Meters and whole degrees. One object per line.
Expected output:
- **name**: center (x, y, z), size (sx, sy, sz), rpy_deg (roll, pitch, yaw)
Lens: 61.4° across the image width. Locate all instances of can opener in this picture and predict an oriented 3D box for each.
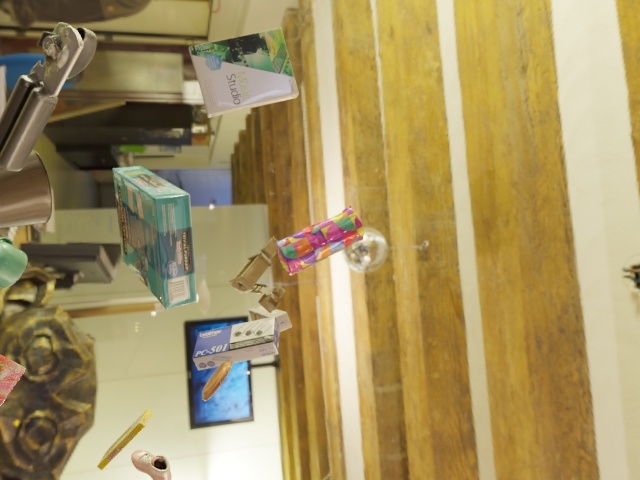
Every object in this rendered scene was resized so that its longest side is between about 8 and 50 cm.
- **can opener**: center (-0.481, -0.248, 0.950), size (0.076, 0.095, 0.283), rpy_deg (44, -71, 17)

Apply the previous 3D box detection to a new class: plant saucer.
- **plant saucer**: center (-0.191, 0.254, 0.984), size (0.083, 0.013, 0.083), rpy_deg (-49, -170, 11)

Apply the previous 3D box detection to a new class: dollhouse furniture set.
- **dollhouse furniture set**: center (-0.171, 0.116, 1.743), size (0.101, 0.161, 0.182), rpy_deg (-21, -154, 55)

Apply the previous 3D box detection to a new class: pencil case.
- **pencil case**: center (0.000, 0.000, 1.389), size (0.104, 0.236, 0.104), rpy_deg (59, -13, 23)

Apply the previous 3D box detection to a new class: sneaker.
- **sneaker**: center (-0.413, 0.541, 1.318), size (0.134, 0.051, 0.070), rpy_deg (26, -56, 30)

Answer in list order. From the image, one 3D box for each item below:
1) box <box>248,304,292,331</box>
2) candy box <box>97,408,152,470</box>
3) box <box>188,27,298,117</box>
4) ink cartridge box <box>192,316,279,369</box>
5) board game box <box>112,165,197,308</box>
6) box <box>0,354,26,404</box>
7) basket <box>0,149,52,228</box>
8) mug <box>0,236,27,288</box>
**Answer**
- **box**: center (-0.207, 0.308, 2.146), size (0.324, 0.067, 0.063), rpy_deg (-3, -72, 65)
- **candy box**: center (-0.640, 0.651, 1.769), size (0.206, 0.027, 0.105), rpy_deg (-45, -170, 4)
- **box**: center (-0.256, -0.567, 1.821), size (0.058, 0.322, 0.232), rpy_deg (-174, -112, -76)
- **ink cartridge box**: center (-0.208, 0.257, 1.349), size (0.097, 0.207, 0.046), rpy_deg (-93, 169, -58)
- **board game box**: center (-0.401, -0.022, 1.287), size (0.336, 0.079, 0.254), rpy_deg (28, -58, 51)
- **box**: center (-0.824, 0.260, 1.149), size (0.142, 0.300, 0.154), rpy_deg (0, -126, 42)
- **basket**: center (-0.777, -0.100, 1.261), size (0.154, 0.227, 0.204), rpy_deg (43, -48, 23)
- **mug**: center (-0.988, 0.062, 1.645), size (0.157, 0.129, 0.097), rpy_deg (29, -13, 37)
